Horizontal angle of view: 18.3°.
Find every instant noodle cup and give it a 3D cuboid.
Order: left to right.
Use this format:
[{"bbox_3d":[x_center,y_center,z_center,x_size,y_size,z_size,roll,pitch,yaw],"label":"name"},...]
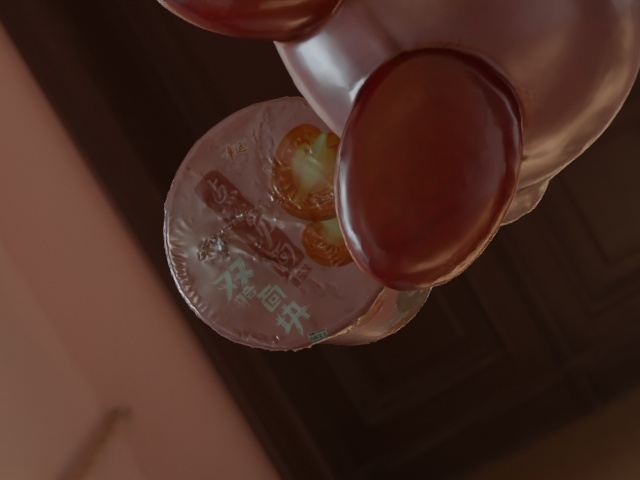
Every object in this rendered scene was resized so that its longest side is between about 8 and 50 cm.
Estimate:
[{"bbox_3d":[0.000,0.000,1.960,0.243,0.243,0.231,-28,-17,13],"label":"instant noodle cup"}]

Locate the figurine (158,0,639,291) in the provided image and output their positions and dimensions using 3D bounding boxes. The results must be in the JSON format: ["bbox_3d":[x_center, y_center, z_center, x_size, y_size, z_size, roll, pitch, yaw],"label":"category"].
[{"bbox_3d":[0.080,-0.131,1.154,0.211,0.269,0.261,-41,-14,20],"label":"figurine"}]
